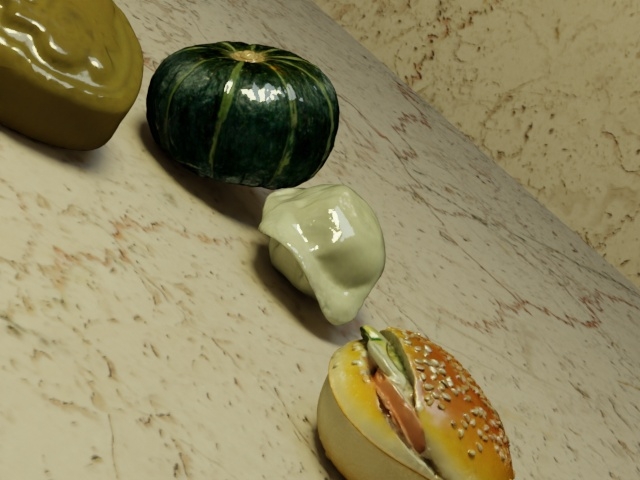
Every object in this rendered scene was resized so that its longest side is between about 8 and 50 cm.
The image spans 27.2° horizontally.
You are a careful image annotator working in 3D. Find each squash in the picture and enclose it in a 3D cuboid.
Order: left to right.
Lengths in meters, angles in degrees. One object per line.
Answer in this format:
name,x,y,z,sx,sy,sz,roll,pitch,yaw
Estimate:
squash,-0.100,-0.164,1.713,0.252,0.165,0.252,9,23,-4

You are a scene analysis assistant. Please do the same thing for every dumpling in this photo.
dumpling,0.000,0.000,1.620,0.162,0.132,0.250,38,25,-20

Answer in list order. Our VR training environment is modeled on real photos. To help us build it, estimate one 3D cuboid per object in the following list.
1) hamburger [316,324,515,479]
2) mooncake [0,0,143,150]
hamburger,0.101,0.187,1.329,0.237,0.147,0.237,37,18,-15
mooncake,-0.303,-0.211,1.497,0.235,0.117,0.235,27,36,-22
